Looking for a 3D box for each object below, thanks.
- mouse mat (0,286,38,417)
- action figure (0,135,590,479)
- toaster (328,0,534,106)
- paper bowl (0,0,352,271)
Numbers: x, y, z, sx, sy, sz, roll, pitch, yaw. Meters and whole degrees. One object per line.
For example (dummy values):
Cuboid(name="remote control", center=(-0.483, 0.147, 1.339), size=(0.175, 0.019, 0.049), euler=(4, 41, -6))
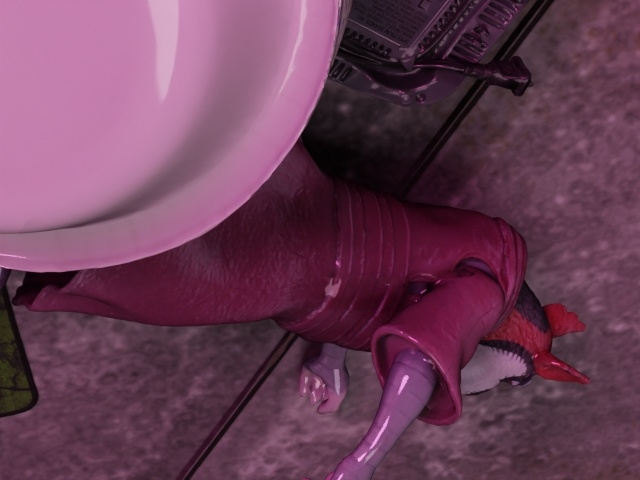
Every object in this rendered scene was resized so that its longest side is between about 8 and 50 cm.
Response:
Cuboid(name="mouse mat", center=(-0.268, 0.056, 1.139), size=(0.153, 0.007, 0.189), euler=(-11, 130, -3))
Cuboid(name="action figure", center=(0.000, 0.000, 1.066), size=(0.370, 0.248, 0.275), euler=(12, 100, -21))
Cuboid(name="toaster", center=(0.013, -0.169, 0.915), size=(0.227, 0.146, 0.129), euler=(23, 123, -27))
Cuboid(name="paper bowl", center=(-0.129, -0.117, 0.767), size=(0.284, 0.148, 0.284), euler=(3, 117, 6))
